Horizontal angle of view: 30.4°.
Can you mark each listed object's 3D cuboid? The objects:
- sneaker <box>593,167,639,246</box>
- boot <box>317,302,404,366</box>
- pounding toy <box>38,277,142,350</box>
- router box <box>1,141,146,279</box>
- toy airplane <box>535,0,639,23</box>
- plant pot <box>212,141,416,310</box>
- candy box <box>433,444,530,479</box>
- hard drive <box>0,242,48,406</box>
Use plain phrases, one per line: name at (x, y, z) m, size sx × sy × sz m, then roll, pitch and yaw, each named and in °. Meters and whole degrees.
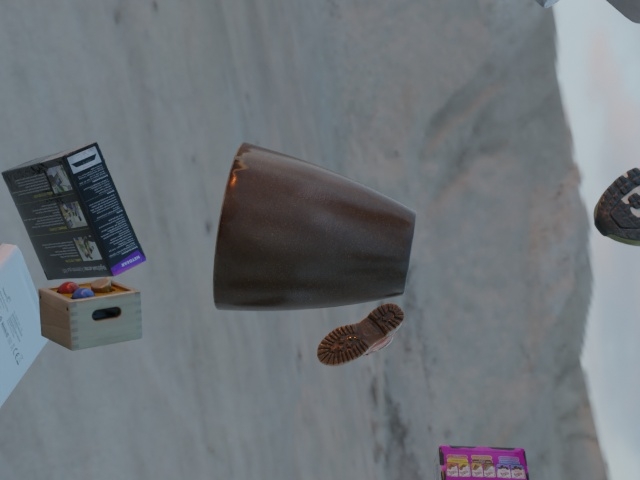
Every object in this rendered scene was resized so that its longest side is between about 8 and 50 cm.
sneaker at (0.616, -0.036, 2.159) m, size 0.158 × 0.410 × 0.182 m, roll 58°, pitch -45°, yaw 21°
boot at (0.060, 0.165, 1.867) m, size 0.059 × 0.158 × 0.084 m, roll 54°, pitch -25°, yaw 22°
pounding toy at (-0.322, 0.087, 1.698) m, size 0.130 × 0.141 × 0.100 m, roll 13°, pitch -73°, yaw 53°
router box at (-0.265, -0.027, 1.251) m, size 0.179 × 0.046 × 0.133 m, roll -4°, pitch -70°, yaw 55°
toy airplane at (0.374, -0.398, 1.288) m, size 0.384 × 0.272 × 0.386 m, roll 16°, pitch 103°, yaw -56°
plant pot at (0.000, 0.000, 1.486) m, size 0.215 × 0.230 × 0.215 m, roll 9°, pitch 90°, yaw -86°
candy box at (0.285, 0.469, 2.034) m, size 0.233 × 0.159 × 0.071 m, roll -90°, pitch -176°, yaw -46°
hard drive at (-0.524, 0.179, 1.795) m, size 0.307 × 0.040 × 0.203 m, roll -61°, pitch 152°, yaw -43°
